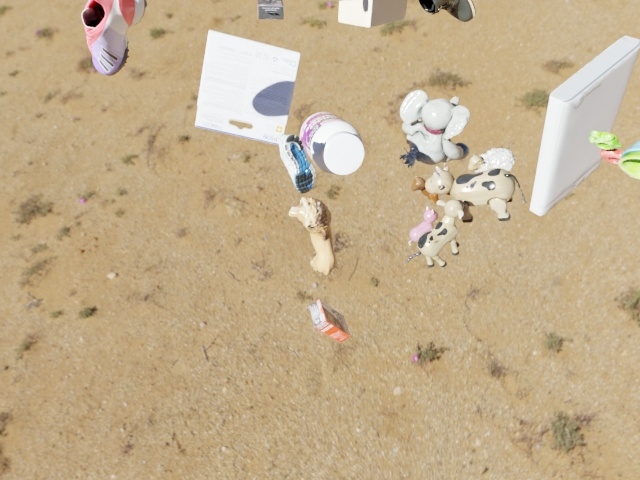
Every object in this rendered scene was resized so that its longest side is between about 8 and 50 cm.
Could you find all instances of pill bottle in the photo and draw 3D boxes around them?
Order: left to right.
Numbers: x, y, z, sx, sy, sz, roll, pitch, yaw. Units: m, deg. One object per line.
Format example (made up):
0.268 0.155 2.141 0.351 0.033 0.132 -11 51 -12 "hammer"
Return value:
0.039 -0.311 1.504 0.169 0.170 0.302 -23 27 -4 "pill bottle"

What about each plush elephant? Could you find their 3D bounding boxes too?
0.433 -0.431 1.743 0.271 0.256 0.330 37 43 17 "plush elephant"

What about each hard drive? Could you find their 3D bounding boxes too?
0.585 -0.238 1.054 0.233 0.353 0.047 -38 53 -12 "hard drive"

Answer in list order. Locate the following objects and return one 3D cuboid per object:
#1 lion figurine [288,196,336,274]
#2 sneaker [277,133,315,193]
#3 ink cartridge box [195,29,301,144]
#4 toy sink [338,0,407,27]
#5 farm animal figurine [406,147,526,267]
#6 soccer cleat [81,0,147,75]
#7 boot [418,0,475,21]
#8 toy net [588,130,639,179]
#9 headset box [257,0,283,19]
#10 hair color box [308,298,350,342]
0.000 0.000 1.743 0.142 0.393 0.240 -24 25 -3 "lion figurine"
-0.073 -0.224 1.338 0.071 0.191 0.083 -32 37 -19 "sneaker"
-0.261 -0.538 1.668 0.323 0.331 0.071 11 16 -10 "ink cartridge box"
0.170 -0.788 1.497 0.131 0.153 0.234 25 41 28 "toy sink"
0.371 -0.114 1.255 0.326 0.172 0.331 -16 43 23 "farm animal figurine"
-0.510 -0.494 1.095 0.116 0.318 0.109 -27 92 -39 "soccer cleat"
0.343 -0.648 1.293 0.076 0.197 0.137 -26 39 54 "boot"
0.466 -0.078 0.646 0.122 0.232 0.045 23 86 59 "toy net"
-0.121 -0.560 1.126 0.062 0.032 0.083 -2 42 -7 "headset box"
0.033 0.283 1.633 0.053 0.167 0.093 -35 47 17 "hair color box"
